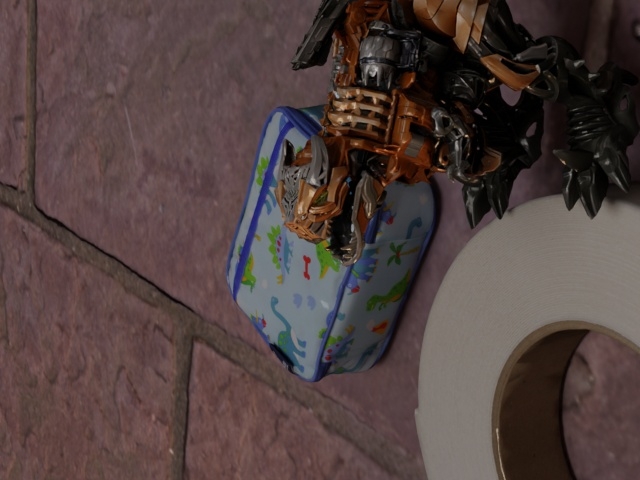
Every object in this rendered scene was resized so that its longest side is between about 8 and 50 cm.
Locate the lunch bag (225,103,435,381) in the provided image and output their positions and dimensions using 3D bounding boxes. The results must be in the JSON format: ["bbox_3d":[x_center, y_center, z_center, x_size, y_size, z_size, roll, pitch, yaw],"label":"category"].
[{"bbox_3d":[0.000,0.000,1.335,0.176,0.090,0.219,50,134,37],"label":"lunch bag"}]

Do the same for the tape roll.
[{"bbox_3d":[0.217,0.151,1.096,0.392,0.072,0.392,19,115,49],"label":"tape roll"}]

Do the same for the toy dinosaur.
[{"bbox_3d":[0.099,-0.117,1.028,0.322,0.218,0.164,-51,23,1],"label":"toy dinosaur"}]
